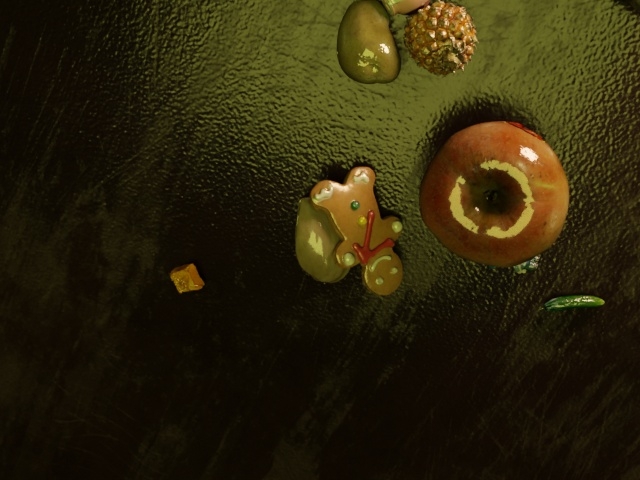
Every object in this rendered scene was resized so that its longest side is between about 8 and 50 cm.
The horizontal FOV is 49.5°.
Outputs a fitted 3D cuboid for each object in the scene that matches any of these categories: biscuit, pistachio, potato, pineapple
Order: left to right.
[{"bbox_3d":[0.000,0.000,1.792,0.153,0.138,0.238,-28,101,-9],"label":"pistachio"},{"bbox_3d":[0.119,-0.017,1.749,0.216,0.047,0.340,-26,101,-22],"label":"biscuit"},{"bbox_3d":[0.109,-0.453,1.588,0.157,0.157,0.194,-3,97,10],"label":"potato"},{"bbox_3d":[0.277,-0.425,1.546,0.161,0.137,0.176,-20,143,11],"label":"pineapple"}]

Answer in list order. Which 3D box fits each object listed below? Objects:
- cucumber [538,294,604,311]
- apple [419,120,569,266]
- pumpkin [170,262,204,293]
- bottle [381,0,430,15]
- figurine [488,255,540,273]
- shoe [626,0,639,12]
[{"bbox_3d":[0.652,0.162,1.805,0.168,0.039,0.039,-6,110,8],"label":"cucumber"},{"bbox_3d":[0.406,-0.110,1.603,0.338,0.305,0.339,5,104,19],"label":"apple"},{"bbox_3d":[-0.369,0.103,1.933,0.083,0.054,0.074,-13,106,36],"label":"pumpkin"},{"bbox_3d":[0.168,-0.607,1.528,0.147,0.147,0.236,-25,113,17],"label":"bottle"},{"bbox_3d":[0.488,0.041,1.764,0.136,0.079,0.077,14,71,8],"label":"figurine"},{"bbox_3d":[0.689,-0.638,1.435,0.210,0.132,0.342,-30,100,21],"label":"shoe"}]
